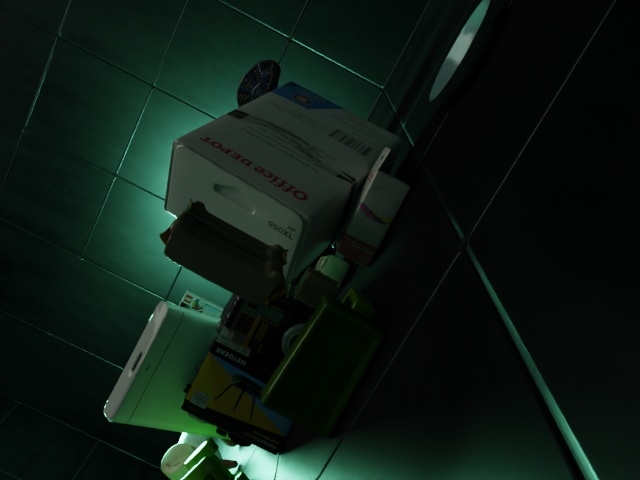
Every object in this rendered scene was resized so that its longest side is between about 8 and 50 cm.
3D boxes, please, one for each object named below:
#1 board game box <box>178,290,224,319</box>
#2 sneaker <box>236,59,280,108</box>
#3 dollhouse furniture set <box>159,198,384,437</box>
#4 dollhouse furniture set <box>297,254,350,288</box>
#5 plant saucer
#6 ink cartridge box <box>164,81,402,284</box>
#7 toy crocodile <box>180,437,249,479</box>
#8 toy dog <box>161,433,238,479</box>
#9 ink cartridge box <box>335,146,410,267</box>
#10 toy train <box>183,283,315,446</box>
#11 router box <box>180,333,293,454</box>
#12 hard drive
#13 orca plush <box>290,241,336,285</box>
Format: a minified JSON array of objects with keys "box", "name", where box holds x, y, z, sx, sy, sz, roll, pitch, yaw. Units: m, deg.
[{"box":[-0.268,0.288,1.712,0.193,0.305,0.053,-65,7,-14],"name":"board game box"},{"box":[-0.139,-0.292,1.388,0.211,0.080,0.081,-65,-16,19],"name":"sneaker"},{"box":[-0.087,0.091,0.846,0.151,0.301,0.197,-60,8,8],"name":"dollhouse furniture set"},{"box":[-0.147,0.052,1.406,0.174,0.355,0.303,-64,5,-5],"name":"dollhouse furniture set"},{"box":[0.249,-0.317,1.085,0.195,0.037,0.195,-62,4,8],"name":"plant saucer"},{"box":[-0.062,-0.130,1.230,0.395,0.285,0.166,-42,-22,-49],"name":"ink cartridge box"},{"box":[-0.197,0.439,1.117,0.105,0.115,0.340,-43,1,-8],"name":"toy crocodile"},{"box":[-0.270,0.472,1.549,0.220,0.161,0.334,58,-165,-52],"name":"toy dog"},{"box":[0.099,-0.063,1.129,0.198,0.067,0.115,-63,4,10],"name":"ink cartridge box"},{"box":[-0.118,0.217,1.172,0.334,0.190,0.142,-62,4,13],"name":"toy train"},{"box":[-0.122,0.257,1.067,0.133,0.179,0.046,-63,2,6],"name":"router box"},{"box":[-0.218,0.273,1.267,0.047,0.353,0.233,28,91,46],"name":"hard drive"},{"box":[0.000,0.000,1.683,0.287,0.151,0.102,-60,36,6],"name":"orca plush"}]
